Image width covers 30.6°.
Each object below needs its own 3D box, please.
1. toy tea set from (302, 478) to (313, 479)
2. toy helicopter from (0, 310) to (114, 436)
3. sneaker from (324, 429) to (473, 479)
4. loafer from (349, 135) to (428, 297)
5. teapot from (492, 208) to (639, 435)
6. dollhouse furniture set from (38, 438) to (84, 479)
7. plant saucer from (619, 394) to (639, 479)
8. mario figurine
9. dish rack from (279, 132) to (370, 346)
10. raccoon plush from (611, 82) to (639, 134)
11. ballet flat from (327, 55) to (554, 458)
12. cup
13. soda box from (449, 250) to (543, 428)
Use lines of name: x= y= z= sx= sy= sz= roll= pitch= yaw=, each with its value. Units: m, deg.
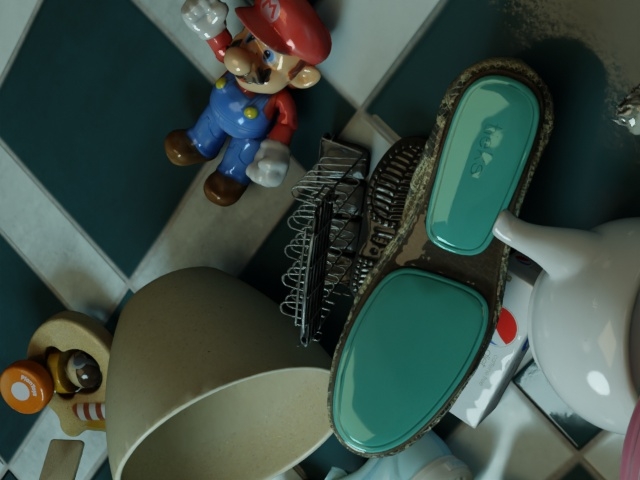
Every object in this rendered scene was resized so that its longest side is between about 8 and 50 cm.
toy tea set: x=0.020 y=0.505 z=1.662 sx=0.336 sy=0.124 sz=0.200 roll=44 pitch=124 yaw=13
toy helicopter: x=-0.304 y=0.255 z=1.812 sx=0.235 sy=0.140 sz=0.355 roll=-37 pitch=95 yaw=26
sneaker: x=0.043 y=0.390 z=1.583 sx=0.366 sy=0.135 sz=0.150 roll=-46 pitch=51 yaw=9
loafer: x=0.090 y=-0.028 z=1.474 sx=0.080 sy=0.078 sz=0.220 roll=21 pitch=100 yaw=6
teapot: x=0.317 y=0.092 z=1.288 sx=0.187 sy=0.252 sz=0.256 roll=4 pitch=95 yaw=49
dollhouse furniture set: x=-0.275 y=0.401 z=1.787 sx=0.197 sy=0.301 sz=0.151 roll=-4 pitch=61 yaw=28
plant saucer: x=0.416 y=0.223 z=1.207 sx=0.084 sy=0.332 sz=0.332 roll=13 pitch=113 yaw=49
mario figurine: x=-0.110 y=-0.188 z=1.487 sx=0.198 sy=0.170 sz=0.320 roll=21 pitch=131 yaw=-13
dish rack: x=0.000 y=0.000 z=1.432 sx=0.074 sy=0.271 sz=0.208 roll=9 pitch=112 yaw=12
raccoon plush: x=0.460 y=-0.265 z=1.145 sx=0.299 sy=0.216 sz=0.447 roll=0 pitch=76 yaw=47
ballet flat: x=0.147 y=0.019 z=1.370 sx=0.164 sy=0.182 sz=0.483 roll=21 pitch=99 yaw=5
cup: x=-0.155 y=0.177 z=1.585 sx=0.331 sy=0.331 sz=0.237 roll=-52 pitch=51 yaw=33
soda box: x=0.217 y=0.122 z=1.446 sx=0.074 sy=0.069 sz=0.216 roll=34 pitch=121 yaw=19
